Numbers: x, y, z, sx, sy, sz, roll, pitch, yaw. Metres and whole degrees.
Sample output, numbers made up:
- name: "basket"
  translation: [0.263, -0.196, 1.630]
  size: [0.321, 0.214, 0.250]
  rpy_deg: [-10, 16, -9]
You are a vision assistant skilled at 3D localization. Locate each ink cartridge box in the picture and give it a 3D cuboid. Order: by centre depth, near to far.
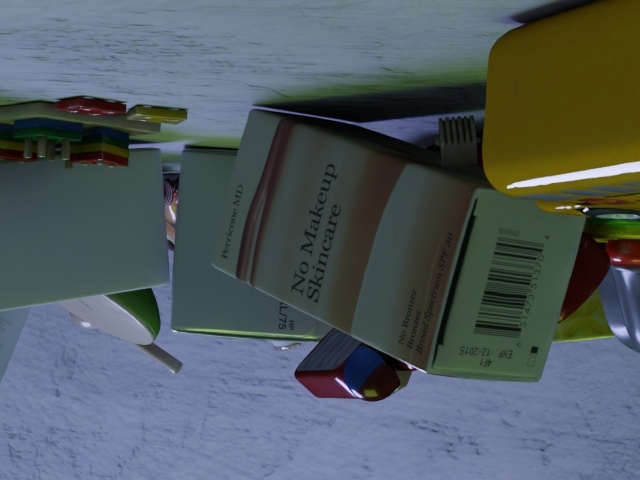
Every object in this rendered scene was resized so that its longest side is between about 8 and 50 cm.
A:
- name: "ink cartridge box"
  translation: [-0.064, 0.012, 1.937]
  size: [0.197, 0.198, 0.270]
  rpy_deg: [4, 176, -4]

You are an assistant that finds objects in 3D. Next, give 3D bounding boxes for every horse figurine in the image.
- name: "horse figurine"
  translation: [-0.183, -0.022, 2.258]
  size: [0.174, 0.066, 0.263]
  rpy_deg: [42, 171, -24]

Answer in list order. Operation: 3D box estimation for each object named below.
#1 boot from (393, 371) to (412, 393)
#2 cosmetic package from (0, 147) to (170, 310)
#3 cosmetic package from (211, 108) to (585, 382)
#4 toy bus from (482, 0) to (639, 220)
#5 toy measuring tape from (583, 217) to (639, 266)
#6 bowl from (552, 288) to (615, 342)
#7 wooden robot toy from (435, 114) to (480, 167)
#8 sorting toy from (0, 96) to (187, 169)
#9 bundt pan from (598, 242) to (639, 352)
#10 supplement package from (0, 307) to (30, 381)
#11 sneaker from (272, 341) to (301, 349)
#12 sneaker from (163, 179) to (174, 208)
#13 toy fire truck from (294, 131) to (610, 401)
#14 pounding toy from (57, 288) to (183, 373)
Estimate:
- name: "boot"
  translation: [0.134, 0.071, 2.099]
  size: [0.236, 0.270, 0.089]
  rpy_deg: [1, 141, 37]
- name: "cosmetic package"
  translation: [-0.348, -0.008, 1.741]
  size: [0.197, 0.155, 0.365]
  rpy_deg: [-1, -176, 44]
- name: "cosmetic package"
  translation: [0.055, -0.002, 1.415]
  size: [0.129, 0.153, 0.296]
  rpy_deg: [8, -171, -38]
- name: "toy bus"
  translation: [0.191, -0.075, 0.975]
  size: [0.130, 0.108, 0.332]
  rpy_deg: [5, 176, -20]
- name: "toy measuring tape"
  translation: [0.287, -0.028, 1.663]
  size: [0.121, 0.121, 0.330]
  rpy_deg: [4, 177, -12]
- name: "bowl"
  translation: [0.338, 0.029, 2.017]
  size: [0.289, 0.156, 0.289]
  rpy_deg: [-7, 179, 0]
- name: "wooden robot toy"
  translation: [0.171, -0.091, 1.287]
  size: [0.173, 0.076, 0.079]
  rpy_deg: [7, 139, 15]
- name: "sorting toy"
  translation: [-0.233, -0.093, 1.608]
  size: [0.132, 0.046, 0.274]
  rpy_deg: [6, 175, -41]
- name: "bundt pan"
  translation: [0.429, 0.043, 1.749]
  size: [0.330, 0.124, 0.331]
  rpy_deg: [-6, -167, 1]
- name: "supplement package"
  translation: [-0.401, 0.033, 1.927]
  size: [0.139, 0.244, 0.134]
  rpy_deg: [-6, 146, 42]
- name: "sneaker"
  translation: [0.000, 0.000, 2.197]
  size: [0.099, 0.153, 0.282]
  rpy_deg: [-13, -158, 41]
- name: "sneaker"
  translation: [-0.282, -0.046, 2.114]
  size: [0.221, 0.087, 0.128]
  rpy_deg: [3, 175, 19]
- name: "toy fire truck"
  translation: [0.102, 0.051, 1.603]
  size: [0.169, 0.254, 0.302]
  rpy_deg: [44, 167, -9]
- name: "pounding toy"
  translation: [-0.241, 0.040, 2.064]
  size: [0.183, 0.110, 0.237]
  rpy_deg: [23, 161, 22]
